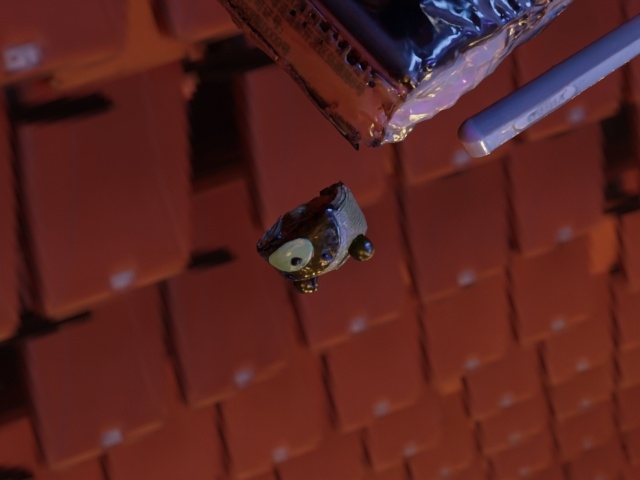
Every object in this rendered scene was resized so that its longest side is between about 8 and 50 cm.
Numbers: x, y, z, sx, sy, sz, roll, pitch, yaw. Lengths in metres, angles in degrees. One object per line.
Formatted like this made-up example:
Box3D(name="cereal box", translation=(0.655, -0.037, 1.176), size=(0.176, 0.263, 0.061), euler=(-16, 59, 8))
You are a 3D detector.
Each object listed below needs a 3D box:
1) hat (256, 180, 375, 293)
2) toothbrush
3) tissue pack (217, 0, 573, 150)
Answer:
Box3D(name="hat", translation=(0.000, 0.000, 1.363), size=(0.077, 0.059, 0.076), euler=(-36, -167, 11))
Box3D(name="toothbrush", translation=(0.238, -0.150, 1.217), size=(0.342, 0.025, 0.030), euler=(-30, -135, 2))
Box3D(name="tissue pack", translation=(0.008, -0.230, 1.168), size=(0.245, 0.332, 0.123), euler=(-38, 168, -28))
